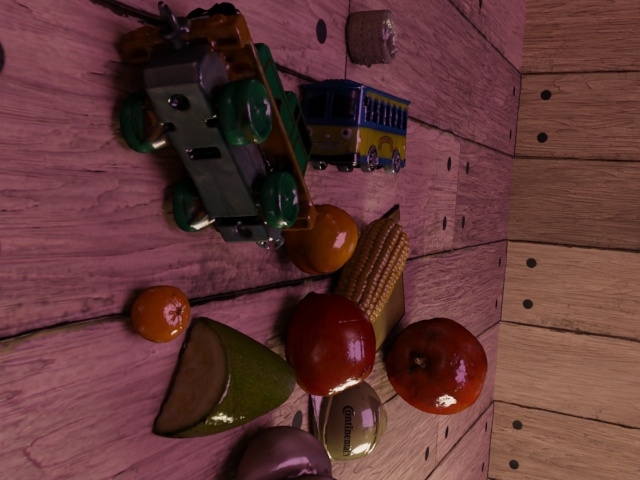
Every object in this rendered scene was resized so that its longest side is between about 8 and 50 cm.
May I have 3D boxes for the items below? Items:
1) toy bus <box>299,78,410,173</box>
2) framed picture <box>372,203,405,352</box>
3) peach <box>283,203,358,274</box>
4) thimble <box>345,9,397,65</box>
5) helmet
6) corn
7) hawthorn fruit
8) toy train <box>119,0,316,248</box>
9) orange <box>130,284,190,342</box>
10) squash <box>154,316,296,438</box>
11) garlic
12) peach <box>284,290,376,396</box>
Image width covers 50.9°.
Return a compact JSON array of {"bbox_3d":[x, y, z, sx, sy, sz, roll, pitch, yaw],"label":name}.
[{"bbox_3d":[0.073,-0.226,1.370,0.288,0.138,0.175,-8,103,-64],"label":"toy bus"},{"bbox_3d":[0.171,0.101,1.775,0.255,0.014,0.338,-38,129,-56],"label":"framed picture"},{"bbox_3d":[0.000,0.000,1.266,0.138,0.138,0.138,-22,114,-61],"label":"peach"},{"bbox_3d":[0.113,-0.442,1.465,0.102,0.090,0.115,-37,126,-61],"label":"thimble"},{"bbox_3d":[0.079,0.389,1.505,0.204,0.137,0.257,-44,133,-53],"label":"helmet"},{"bbox_3d":[0.108,0.085,1.516,0.347,0.130,0.130,-62,147,-30],"label":"corn"},{"bbox_3d":[0.311,0.340,1.832,0.300,0.275,0.275,26,71,-59],"label":"hawthorn fruit"},{"bbox_3d":[-0.120,-0.164,0.959,0.429,0.178,0.249,69,27,-43],"label":"toy train"},{"bbox_3d":[-0.217,0.101,0.919,0.083,0.070,0.083,-5,96,-61],"label":"orange"},{"bbox_3d":[-0.123,0.254,1.103,0.288,0.111,0.203,51,51,-57],"label":"squash"},{"bbox_3d":[-0.094,0.461,1.176,0.340,0.231,0.246,-9,149,-47],"label":"garlic"},{"bbox_3d":[0.016,0.192,1.297,0.197,0.197,0.197,-22,114,-61],"label":"peach"}]
